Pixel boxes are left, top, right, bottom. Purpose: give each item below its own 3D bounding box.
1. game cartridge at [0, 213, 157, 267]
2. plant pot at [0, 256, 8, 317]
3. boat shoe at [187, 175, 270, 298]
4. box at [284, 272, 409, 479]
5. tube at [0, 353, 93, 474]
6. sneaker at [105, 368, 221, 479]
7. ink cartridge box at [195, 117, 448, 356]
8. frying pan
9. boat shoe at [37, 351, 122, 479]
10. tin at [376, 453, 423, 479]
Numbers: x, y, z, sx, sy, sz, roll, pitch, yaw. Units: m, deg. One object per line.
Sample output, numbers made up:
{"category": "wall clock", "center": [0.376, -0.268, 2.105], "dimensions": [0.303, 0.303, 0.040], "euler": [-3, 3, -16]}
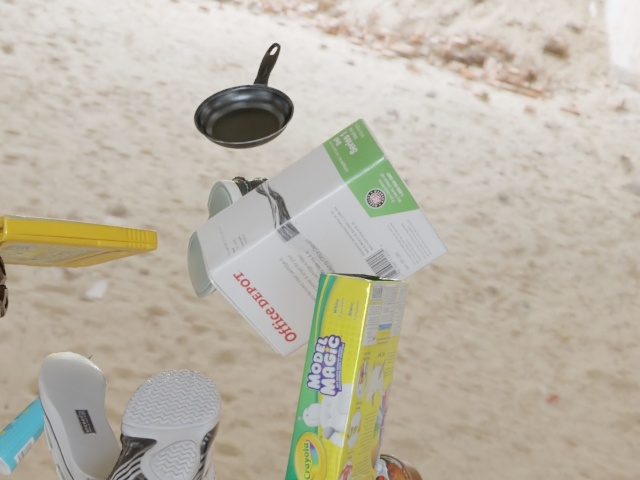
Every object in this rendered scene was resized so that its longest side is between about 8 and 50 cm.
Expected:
{"category": "game cartridge", "center": [-0.523, 0.010, 2.080], "dimensions": [0.324, 0.052, 0.285], "euler": [8, -14, -42]}
{"category": "plant pot", "center": [-0.659, 0.088, 1.954], "dimensions": [0.165, 0.166, 0.167], "euler": [-7, 19, 0]}
{"category": "boat shoe", "center": [-0.149, 0.000, 1.819], "dimensions": [0.091, 0.302, 0.114], "euler": [-12, 67, -28]}
{"category": "box", "center": [0.019, 0.114, 0.783], "dimensions": [0.043, 0.179, 0.105], "euler": [8, 0, 20]}
{"category": "tube", "center": [-0.411, 0.253, 1.607], "dimensions": [0.052, 0.080, 0.207], "euler": [46, 51, -10]}
{"category": "sneaker", "center": [-0.210, 0.341, 1.269], "dimensions": [0.138, 0.210, 0.365], "euler": [12, 41, 13]}
{"category": "ink cartridge box", "center": [0.000, 0.000, 1.165], "dimensions": [0.160, 0.219, 0.092], "euler": [53, 7, -39]}
{"category": "frying pan", "center": [-0.157, -0.281, 2.171], "dimensions": [0.197, 0.053, 0.326], "euler": [-9, 41, -3]}
{"category": "boat shoe", "center": [-0.327, 0.257, 1.464], "dimensions": [0.096, 0.088, 0.267], "euler": [4, 31, -33]}
{"category": "tin", "center": [0.087, 0.366, 1.369], "dimensions": [0.106, 0.189, 0.040], "euler": [-18, -27, 31]}
